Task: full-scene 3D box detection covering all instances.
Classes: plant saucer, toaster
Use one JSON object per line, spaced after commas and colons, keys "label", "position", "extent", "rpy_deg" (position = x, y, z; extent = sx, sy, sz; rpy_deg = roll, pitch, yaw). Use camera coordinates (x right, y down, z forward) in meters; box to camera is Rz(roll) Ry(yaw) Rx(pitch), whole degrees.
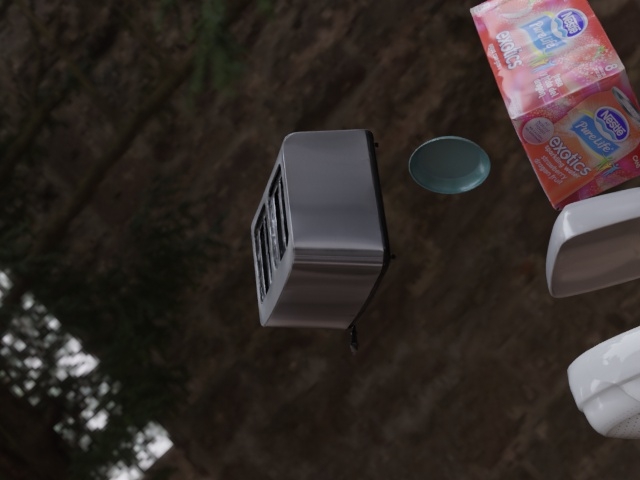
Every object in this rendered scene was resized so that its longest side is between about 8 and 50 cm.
{"label": "plant saucer", "position": [0.189, -0.115, 1.773], "extent": [0.119, 0.119, 0.021], "rpy_deg": [116, 164, -48]}
{"label": "toaster", "position": [0.000, 0.000, 1.252], "extent": [0.110, 0.186, 0.168], "rpy_deg": [1, -29, -15]}

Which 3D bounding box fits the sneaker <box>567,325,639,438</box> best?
{"label": "sneaker", "position": [0.265, 0.102, 0.568], "extent": [0.292, 0.169, 0.108], "rpy_deg": [-16, -19, 29]}

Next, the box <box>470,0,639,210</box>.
{"label": "box", "position": [0.300, -0.197, 1.515], "extent": [0.142, 0.154, 0.300], "rpy_deg": [-23, 33, 12]}

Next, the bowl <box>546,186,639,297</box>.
{"label": "bowl", "position": [0.307, -0.003, 1.298], "extent": [0.142, 0.053, 0.142], "rpy_deg": [-14, -32, -4]}
